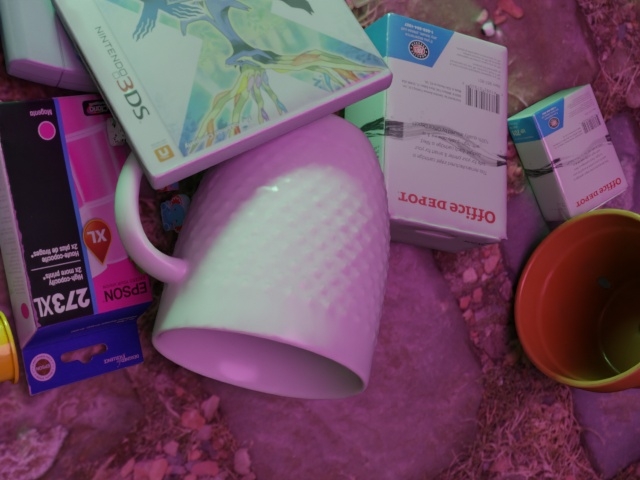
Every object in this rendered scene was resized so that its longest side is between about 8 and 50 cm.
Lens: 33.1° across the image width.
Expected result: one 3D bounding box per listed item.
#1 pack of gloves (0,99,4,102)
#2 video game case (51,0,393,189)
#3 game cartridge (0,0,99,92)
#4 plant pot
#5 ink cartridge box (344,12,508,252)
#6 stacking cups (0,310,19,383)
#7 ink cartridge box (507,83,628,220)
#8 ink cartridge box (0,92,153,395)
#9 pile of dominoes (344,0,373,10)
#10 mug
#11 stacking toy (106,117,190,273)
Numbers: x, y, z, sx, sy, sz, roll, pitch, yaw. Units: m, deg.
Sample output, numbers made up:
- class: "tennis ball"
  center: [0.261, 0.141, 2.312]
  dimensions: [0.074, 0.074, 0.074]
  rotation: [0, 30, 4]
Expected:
- class: "pack of gloves"
  center: [-0.492, -0.093, 1.339]
  dimensions: [0.195, 0.046, 0.232]
  rotation: [26, 66, -26]
- class: "video game case"
  center: [-0.124, -0.250, 1.340]
  dimensions: [0.329, 0.036, 0.300]
  rotation: [-25, 70, -16]
- class: "game cartridge"
  center: [-0.271, -0.291, 1.420]
  dimensions: [0.297, 0.062, 0.198]
  rotation: [-6, 68, -29]
- class: "plant pot"
  center: [0.490, 0.118, 1.737]
  dimensions: [0.203, 0.291, 0.291]
  rotation: [26, 76, -42]
- class: "ink cartridge box"
  center: [0.156, -0.153, 1.612]
  dimensions: [0.223, 0.129, 0.308]
  rotation: [10, 74, -29]
- class: "stacking cups"
  center: [-0.528, 0.159, 1.280]
  dimensions: [0.316, 0.096, 0.096]
  rotation: [-11, 93, -26]
- class: "ink cartridge box"
  center: [0.412, -0.145, 1.799]
  dimensions: [0.139, 0.082, 0.191]
  rotation: [-28, 103, -26]
- class: "ink cartridge box"
  center: [-0.321, 0.000, 1.393]
  dimensions: [0.175, 0.069, 0.371]
  rotation: [-13, 97, -41]
- class: "pile of dominoes"
  center: [-0.002, -0.433, 1.624]
  dimensions: [0.251, 0.040, 0.196]
  rotation: [-30, 102, -34]
- class: "mug"
  center: [-0.084, -0.010, 1.371]
  dimensions: [0.374, 0.276, 0.328]
  rotation: [23, 66, -26]
- class: "stacking toy"
  center: [-0.195, -0.072, 1.449]
  dimensions: [0.167, 0.052, 0.221]
  rotation: [-13, 95, -53]
